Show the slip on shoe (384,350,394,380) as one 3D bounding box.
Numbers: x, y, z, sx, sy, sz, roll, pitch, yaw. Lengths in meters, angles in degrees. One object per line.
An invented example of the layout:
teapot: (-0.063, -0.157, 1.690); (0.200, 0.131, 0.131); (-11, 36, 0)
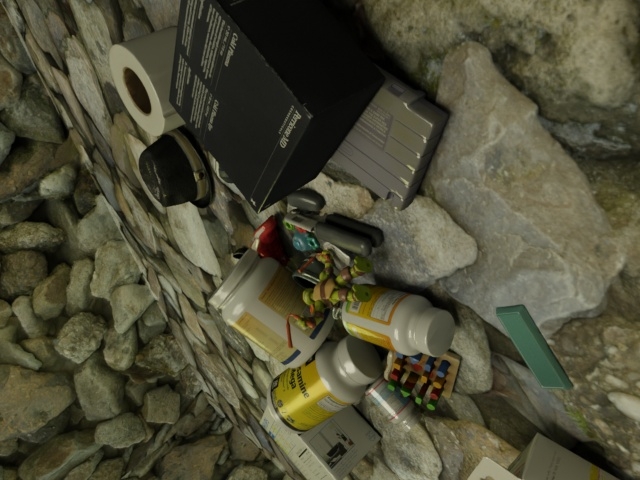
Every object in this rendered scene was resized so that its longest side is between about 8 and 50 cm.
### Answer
slip on shoe: (0.205, 0.344, 1.319); (0.041, 0.051, 0.135); (22, 132, 25)

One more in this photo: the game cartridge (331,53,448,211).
game cartridge: (0.063, -0.242, 0.923); (0.355, 0.068, 0.230); (42, 143, 21)

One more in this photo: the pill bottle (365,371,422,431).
pill bottle: (0.211, 0.466, 1.388); (0.160, 0.087, 0.087); (45, 148, 14)

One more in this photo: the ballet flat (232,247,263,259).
ballet flat: (-0.234, 0.072, 1.645); (0.173, 0.049, 0.057); (22, 138, 42)

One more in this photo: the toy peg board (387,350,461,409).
toy peg board: (0.242, 0.326, 1.178); (0.161, 0.079, 0.161); (20, 136, 24)

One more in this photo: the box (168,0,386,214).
box: (-0.105, -0.275, 0.891); (0.312, 0.179, 0.343); (53, 150, 5)

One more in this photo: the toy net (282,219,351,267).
toy net: (0.000, 0.000, 1.261); (0.232, 0.045, 0.122); (18, 135, 42)

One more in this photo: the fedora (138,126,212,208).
fedora: (-0.510, -0.228, 1.627); (0.334, 0.152, 0.334); (35, 144, 30)

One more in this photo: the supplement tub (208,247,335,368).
supplement tub: (-0.138, 0.191, 1.389); (0.316, 0.228, 0.228); (39, 150, -8)

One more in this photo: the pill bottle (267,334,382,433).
pill bottle: (0.012, 0.412, 1.409); (0.334, 0.188, 0.188); (-41, 85, 27)

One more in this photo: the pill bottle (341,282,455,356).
pill bottle: (0.177, 0.184, 1.107); (0.245, 0.136, 0.136); (9, 128, 50)

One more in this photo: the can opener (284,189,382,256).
can opener: (0.018, -0.050, 1.155); (0.283, 0.076, 0.095); (22, 137, 41)

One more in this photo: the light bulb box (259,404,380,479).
light bulb box: (-0.018, 0.713, 1.812); (0.361, 0.225, 0.358); (45, 149, 16)

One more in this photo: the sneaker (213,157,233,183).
sneaker: (-0.182, -0.219, 1.212); (0.127, 0.126, 0.321); (53, 148, 13)

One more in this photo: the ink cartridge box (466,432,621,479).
ink cartridge box: (0.494, 0.533, 0.983); (0.353, 0.119, 0.207); (27, 141, 21)

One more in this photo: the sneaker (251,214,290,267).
sneaker: (-0.131, 0.011, 1.434); (0.128, 0.087, 0.221); (42, 160, 3)

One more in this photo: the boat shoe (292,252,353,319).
boat shoe: (0.053, 0.173, 1.303); (0.319, 0.099, 0.116); (46, 148, 14)

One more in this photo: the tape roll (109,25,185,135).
tape roll: (-0.423, -0.426, 1.295); (0.246, 0.169, 0.246); (34, 144, 29)

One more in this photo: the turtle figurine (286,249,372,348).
turtle figurine: (0.023, 0.129, 1.133); (0.087, 0.269, 0.217); (40, 140, -26)

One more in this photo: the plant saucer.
plant saucer: (0.409, 0.210, 0.932); (0.192, 0.018, 0.067); (56, 150, -5)

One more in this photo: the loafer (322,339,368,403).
loafer: (0.014, 0.413, 1.584); (0.319, 0.112, 0.111); (44, 139, 16)
